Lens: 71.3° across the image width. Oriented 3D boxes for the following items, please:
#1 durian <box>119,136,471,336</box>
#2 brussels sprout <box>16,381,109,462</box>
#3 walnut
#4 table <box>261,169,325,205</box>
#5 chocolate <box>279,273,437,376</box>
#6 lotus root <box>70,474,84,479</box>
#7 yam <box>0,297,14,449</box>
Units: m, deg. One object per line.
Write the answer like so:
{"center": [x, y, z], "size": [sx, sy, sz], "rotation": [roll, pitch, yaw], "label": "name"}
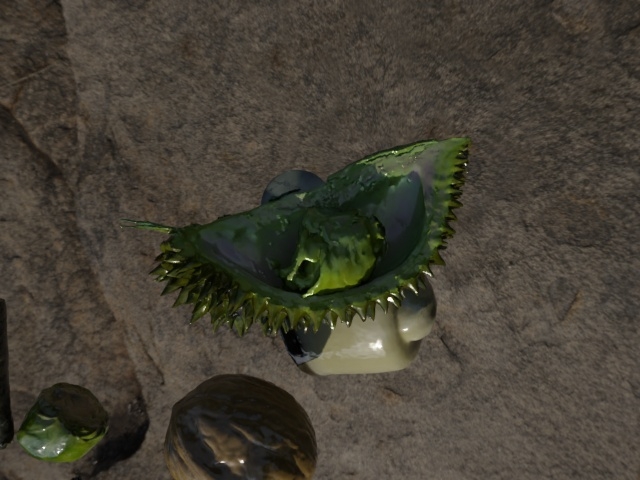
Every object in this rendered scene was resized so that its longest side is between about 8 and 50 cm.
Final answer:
{"center": [-0.002, 0.010, 0.488], "size": [0.356, 0.157, 0.169], "rotation": [-17, 96, -11], "label": "durian"}
{"center": [-0.515, 0.370, 0.888], "size": [0.151, 0.149, 0.122], "rotation": [44, 84, -7], "label": "brussels sprout"}
{"center": [-0.132, 0.339, 0.750], "size": [0.261, 0.225, 0.225], "rotation": [35, 102, -8], "label": "walnut"}
{"center": [-0.041, -0.063, 0.830], "size": [0.134, 0.043, 0.133], "rotation": [0, 91, 5], "label": "table"}
{"center": [0.098, 0.119, 0.960], "size": [0.297, 0.314, 0.325], "rotation": [-14, 55, 20], "label": "chocolate"}
{"center": [-0.511, 0.623, 0.943], "size": [0.129, 0.145, 0.260], "rotation": [3, 99, 18], "label": "lotus root"}
{"center": [-0.581, 0.236, 0.787], "size": [0.061, 0.061, 0.273], "rotation": [2, 98, 8], "label": "yam"}
